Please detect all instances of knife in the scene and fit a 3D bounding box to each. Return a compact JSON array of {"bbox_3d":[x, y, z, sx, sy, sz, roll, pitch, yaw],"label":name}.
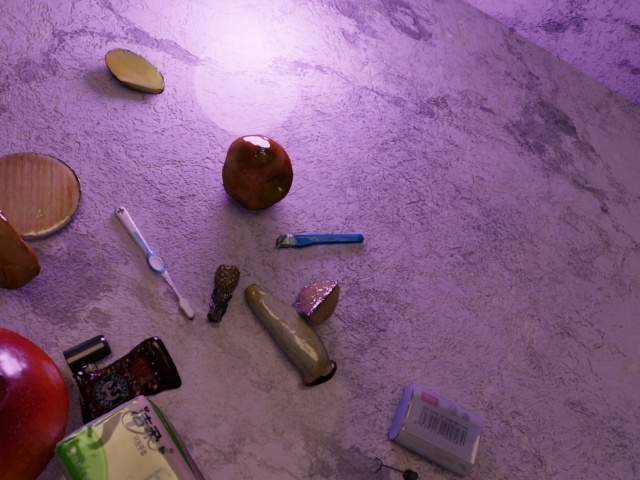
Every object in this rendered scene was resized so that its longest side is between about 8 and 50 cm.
[{"bbox_3d":[-0.001,0.001,1.558,0.296,0.026,0.044,-1,70,-21],"label":"knife"}]

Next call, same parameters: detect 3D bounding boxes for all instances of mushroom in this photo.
[{"bbox_3d":[-0.080,0.248,1.389,0.107,0.087,0.333,-32,77,-26],"label":"mushroom"}]

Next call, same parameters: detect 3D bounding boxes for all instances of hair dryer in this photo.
[{"bbox_3d":[-0.535,0.335,1.226,0.100,0.057,0.198,-24,85,-26],"label":"hair dryer"}]

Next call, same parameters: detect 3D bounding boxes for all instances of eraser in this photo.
[{"bbox_3d":[0.319,0.520,1.400,0.227,0.081,0.174,29,65,-5],"label":"eraser"}]

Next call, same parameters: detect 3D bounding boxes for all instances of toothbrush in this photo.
[{"bbox_3d":[-0.451,0.055,1.377,0.040,0.040,0.386,-32,80,-27],"label":"toothbrush"}]

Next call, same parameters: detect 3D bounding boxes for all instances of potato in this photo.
[{"bbox_3d":[-0.577,-0.518,1.584,0.198,0.054,0.119,22,62,-13],"label":"potato"},{"bbox_3d":[-0.015,0.191,1.433,0.100,0.089,0.172,3,31,29],"label":"potato"}]

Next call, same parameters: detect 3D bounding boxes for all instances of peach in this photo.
[{"bbox_3d":[-0.695,0.341,0.987,0.388,0.388,0.388,7,65,-15],"label":"peach"},{"bbox_3d":[-0.186,-0.201,1.471,0.214,0.235,0.214,3,66,-6],"label":"peach"}]

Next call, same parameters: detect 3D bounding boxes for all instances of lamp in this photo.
[{"bbox_3d":[0.204,0.609,1.337,0.121,0.054,0.041,21,62,-9],"label":"lamp"}]

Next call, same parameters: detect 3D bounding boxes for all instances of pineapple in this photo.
[{"bbox_3d":[-0.269,0.146,1.382,0.074,0.074,0.159,17,68,-11],"label":"pineapple"}]

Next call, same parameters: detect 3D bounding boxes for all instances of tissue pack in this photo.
[{"bbox_3d":[-0.333,0.540,1.034,0.205,0.332,0.405,-29,79,-25],"label":"tissue pack"}]

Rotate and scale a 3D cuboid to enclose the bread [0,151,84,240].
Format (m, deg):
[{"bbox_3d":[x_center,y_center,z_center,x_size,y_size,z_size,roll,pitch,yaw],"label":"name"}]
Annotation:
[{"bbox_3d":[-0.773,-0.118,1.347,0.267,0.040,0.267,7,66,-16],"label":"bread"}]

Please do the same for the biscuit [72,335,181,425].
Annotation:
[{"bbox_3d":[-0.465,0.336,1.212,0.235,0.063,0.151,-24,96,-40],"label":"biscuit"}]

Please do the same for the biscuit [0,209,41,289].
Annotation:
[{"bbox_3d":[-0.782,0.002,1.148,0.296,0.296,0.102,33,54,-2],"label":"biscuit"}]
